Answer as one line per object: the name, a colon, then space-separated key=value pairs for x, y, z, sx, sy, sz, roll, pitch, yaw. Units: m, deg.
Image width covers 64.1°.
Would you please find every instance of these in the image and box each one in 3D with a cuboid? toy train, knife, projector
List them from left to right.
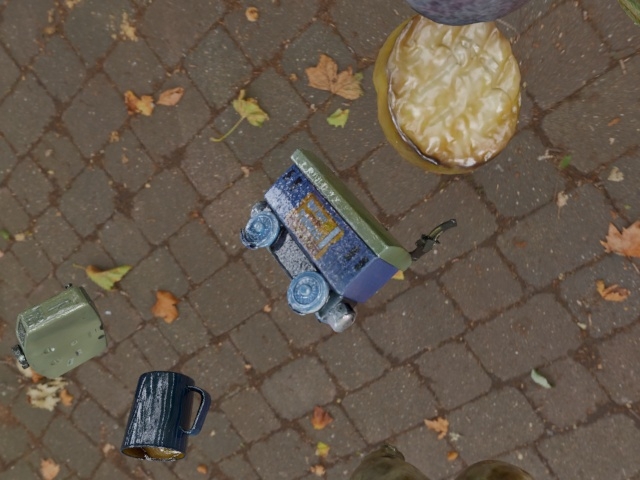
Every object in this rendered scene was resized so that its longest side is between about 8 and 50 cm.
projector: x=-0.630 y=0.227 z=1.228 sx=0.088 sy=0.194 sz=0.269 roll=47 pitch=148 yaw=21
toy train: x=0.000 y=0.000 z=0.875 sx=0.202 sy=0.131 sz=0.299 roll=-45 pitch=58 yaw=8
knife: x=0.182 y=0.010 z=0.888 sx=0.046 sy=0.222 sz=0.021 roll=23 pitch=67 yaw=-11

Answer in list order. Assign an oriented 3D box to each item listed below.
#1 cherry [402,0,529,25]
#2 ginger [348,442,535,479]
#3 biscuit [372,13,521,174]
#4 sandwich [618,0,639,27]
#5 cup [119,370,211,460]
cherry: x=0.147 y=-0.298 z=0.490 sx=0.195 sy=0.195 sz=0.195 roll=5 pitch=105 yaw=19
ginger: x=0.087 y=0.393 z=0.554 sx=0.256 sy=0.375 sz=0.176 roll=14 pitch=150 yaw=49
biscuit: x=0.227 y=-0.265 z=0.921 sx=0.296 sy=0.102 sz=0.296 roll=-1 pitch=93 yaw=-21
sandwich: x=0.295 y=-0.211 z=0.336 sx=0.187 sy=0.117 sz=0.144 roll=-46 pitch=49 yaw=29
cup: x=-0.279 y=0.326 z=0.950 sx=0.150 sy=0.138 sz=0.113 roll=4 pitch=145 yaw=-4
